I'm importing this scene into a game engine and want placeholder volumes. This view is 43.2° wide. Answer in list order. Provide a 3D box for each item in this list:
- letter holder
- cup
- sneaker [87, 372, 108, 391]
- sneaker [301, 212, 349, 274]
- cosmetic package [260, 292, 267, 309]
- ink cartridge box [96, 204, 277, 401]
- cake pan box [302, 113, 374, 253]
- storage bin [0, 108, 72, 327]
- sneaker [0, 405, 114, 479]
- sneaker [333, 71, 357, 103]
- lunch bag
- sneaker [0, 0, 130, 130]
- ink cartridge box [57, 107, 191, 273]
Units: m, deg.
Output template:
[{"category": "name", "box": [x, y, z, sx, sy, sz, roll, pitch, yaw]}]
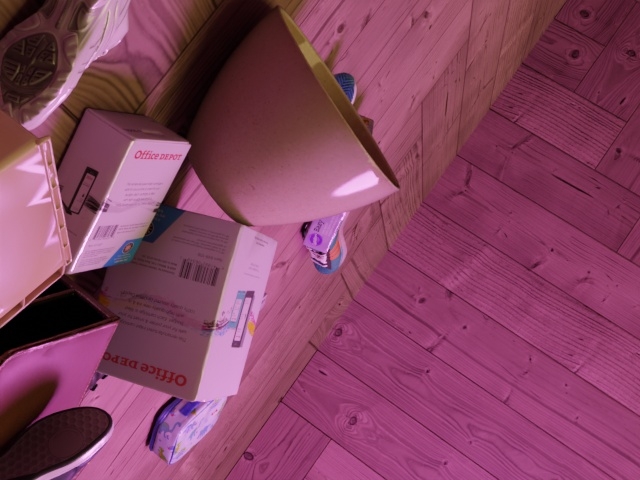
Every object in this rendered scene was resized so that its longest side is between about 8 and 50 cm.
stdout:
[{"category": "letter holder", "box": [-0.436, 0.201, 1.058, 0.301, 0.152, 0.214, -61, 163, 20]}, {"category": "cup", "box": [-0.064, -0.152, 1.246, 0.237, 0.331, 0.331, -34, 169, 10]}, {"category": "sneaker", "box": [-0.418, 0.260, 1.321, 0.147, 0.105, 0.295, -30, 147, -50]}, {"category": "sneaker", "box": [0.000, 0.000, 2.136, 0.121, 0.108, 0.302, -45, 154, -34]}, {"category": "cosmetic package", "box": [-0.229, 0.176, 1.777, 0.239, 0.099, 0.060, -44, 164, -38]}, {"category": "ink cartridge box", "box": [-0.216, 0.096, 1.279, 0.197, 0.198, 0.270, 30, 75, -75]}, {"category": "cake pan box", "box": [0.042, -0.132, 1.854, 0.245, 0.070, 0.266, -74, -174, -59]}, {"category": "storage bin", "box": [-0.398, 0.015, 0.819, 0.262, 0.123, 0.260, -47, 164, -33]}, {"category": "sneaker", "box": [-0.362, 0.325, 1.061, 0.226, 0.086, 0.163, -34, 144, -25]}, {"category": "sneaker", "box": [0.010, -0.252, 1.656, 0.228, 0.087, 0.092, -58, 174, 37]}, {"category": "lunch bag", "box": [-0.331, 0.447, 2.055, 0.219, 0.090, 0.176, -41, 160, -46]}, {"category": "sneaker", "box": [-0.257, -0.210, 0.856, 0.232, 0.090, 0.115, -56, 169, 4]}, {"category": "ink cartridge box", "box": [-0.282, -0.067, 1.086, 0.203, 0.086, 0.148, -60, 165, 14]}]
